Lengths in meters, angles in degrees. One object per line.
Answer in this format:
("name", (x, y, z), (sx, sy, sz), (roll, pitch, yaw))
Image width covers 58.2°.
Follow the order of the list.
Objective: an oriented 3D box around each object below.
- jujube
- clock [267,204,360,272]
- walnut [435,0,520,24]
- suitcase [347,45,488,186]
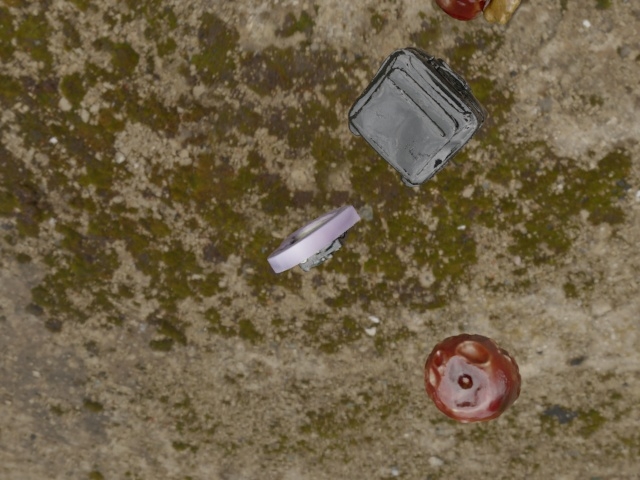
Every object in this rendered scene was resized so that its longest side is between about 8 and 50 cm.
("jujube", (0.278, 0.245, 1.019), (0.155, 0.155, 0.230), (-26, 153, 22))
("clock", (0.000, 0.000, 1.044), (0.172, 0.198, 0.064), (-29, 99, 18))
("walnut", (0.360, -0.570, 1.164), (0.222, 0.244, 0.269), (-23, 149, -20))
("suitcase", (0.292, -0.378, 1.733), (0.345, 0.188, 0.339), (47, 123, 9))
